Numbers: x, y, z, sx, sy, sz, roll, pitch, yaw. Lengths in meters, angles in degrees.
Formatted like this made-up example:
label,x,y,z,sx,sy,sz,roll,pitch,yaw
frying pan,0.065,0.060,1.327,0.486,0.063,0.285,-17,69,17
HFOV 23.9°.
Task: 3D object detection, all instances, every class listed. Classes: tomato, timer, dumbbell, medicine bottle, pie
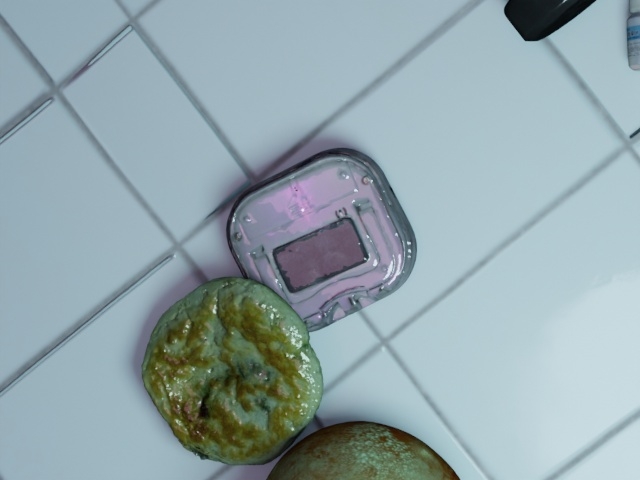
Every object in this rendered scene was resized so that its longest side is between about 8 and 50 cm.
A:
label,x,y,z,sx,sy,sz,roll,pitch,yaw
tomato,0.045,0.345,1.727,0.270,0.222,0.270,0,93,6
timer,0.000,0.000,1.801,0.208,0.069,0.191,-27,90,10
dumbbell,0.230,-0.351,1.711,0.152,0.152,0.218,-38,85,8
medicine bottle,0.378,-0.241,1.738,0.052,0.052,0.089,-2,90,9
pie,-0.107,0.157,1.805,0.240,0.054,0.240,5,104,22
